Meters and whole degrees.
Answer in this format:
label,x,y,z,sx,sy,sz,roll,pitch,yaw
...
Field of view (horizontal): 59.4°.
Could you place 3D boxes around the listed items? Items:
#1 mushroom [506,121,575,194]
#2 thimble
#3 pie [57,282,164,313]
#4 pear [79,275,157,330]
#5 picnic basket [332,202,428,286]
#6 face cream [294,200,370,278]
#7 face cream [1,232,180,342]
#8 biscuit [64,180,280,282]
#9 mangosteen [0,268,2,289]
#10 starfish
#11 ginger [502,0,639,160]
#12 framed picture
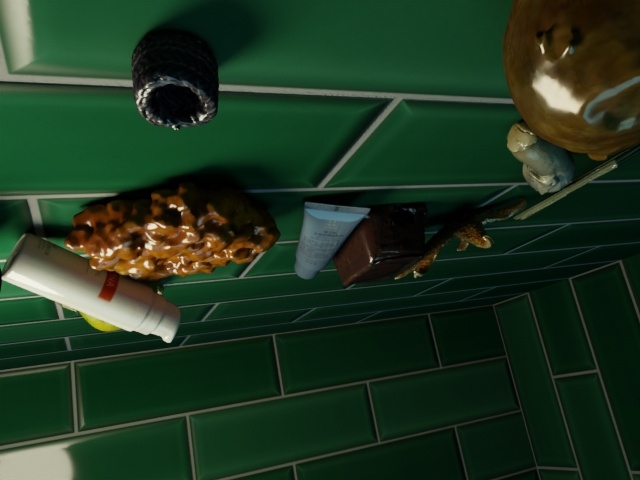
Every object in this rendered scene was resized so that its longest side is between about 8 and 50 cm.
label,x,y,z,sx,sy,sz,roll,pitch,yaw
mushroom,0.415,-0.151,1.040,0.099,0.096,0.278,-49,152,15
thimble,-0.158,-0.173,0.619,0.095,0.066,0.104,-1,161,-23
pie,-0.548,0.139,1.467,0.274,0.055,0.274,-9,164,-3
pear,-0.448,0.106,1.238,0.180,0.166,0.216,8,147,-23
picnic basket,0.141,0.022,1.382,0.223,0.129,0.297,-7,165,-18
face cream,0.000,0.000,1.302,0.136,0.086,0.385,5,157,-10
face cream,-0.432,0.102,1.107,0.345,0.102,0.102,31,141,-33
biscuit,-0.258,-0.007,1.053,0.318,0.110,0.312,-14,163,15
mangosteen,-0.621,0.053,0.895,0.216,0.216,0.216,-10,164,-3
starfish,0.357,-0.007,1.444,0.375,0.094,0.327,-32,176,22
ginger,0.291,-0.194,0.594,0.223,0.200,0.269,-7,164,-20
framed picture,0.566,-0.136,1.162,0.232,0.019,0.296,-28,172,-24
